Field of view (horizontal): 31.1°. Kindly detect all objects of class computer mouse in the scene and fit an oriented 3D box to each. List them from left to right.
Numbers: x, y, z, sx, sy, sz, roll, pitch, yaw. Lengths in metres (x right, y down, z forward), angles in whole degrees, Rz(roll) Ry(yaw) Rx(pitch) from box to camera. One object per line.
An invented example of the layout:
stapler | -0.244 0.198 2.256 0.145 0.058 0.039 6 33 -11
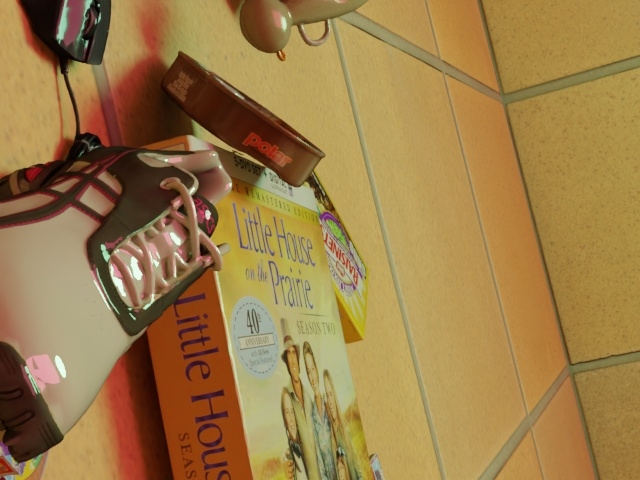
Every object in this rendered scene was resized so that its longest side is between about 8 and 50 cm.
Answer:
computer mouse | -0.154 -0.110 0.752 0.071 0.041 0.242 23 55 -69

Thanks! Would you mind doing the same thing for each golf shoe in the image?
golf shoe | -0.111 0.006 0.577 0.273 0.120 0.105 -97 168 -68

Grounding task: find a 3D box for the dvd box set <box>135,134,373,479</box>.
dvd box set | -0.030 0.149 0.871 0.307 0.062 0.420 20 58 -74

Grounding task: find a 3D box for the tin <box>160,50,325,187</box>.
tin | -0.063 -0.093 0.867 0.106 0.040 0.189 37 4 -27

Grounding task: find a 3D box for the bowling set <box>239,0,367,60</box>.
bowling set | -0.098 -0.284 0.956 0.154 0.200 0.287 -32 108 -27

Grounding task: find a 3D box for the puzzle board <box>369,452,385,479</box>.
puzzle board | 0.062 0.288 1.146 0.096 0.011 0.128 -34 108 -71

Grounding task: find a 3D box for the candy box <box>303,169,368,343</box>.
candy box | 0.000 0.000 1.153 0.105 0.027 0.206 -81 151 -44

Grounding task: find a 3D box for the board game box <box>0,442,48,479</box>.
board game box | -0.171 0.063 0.582 0.133 0.033 0.168 -85 154 -45
